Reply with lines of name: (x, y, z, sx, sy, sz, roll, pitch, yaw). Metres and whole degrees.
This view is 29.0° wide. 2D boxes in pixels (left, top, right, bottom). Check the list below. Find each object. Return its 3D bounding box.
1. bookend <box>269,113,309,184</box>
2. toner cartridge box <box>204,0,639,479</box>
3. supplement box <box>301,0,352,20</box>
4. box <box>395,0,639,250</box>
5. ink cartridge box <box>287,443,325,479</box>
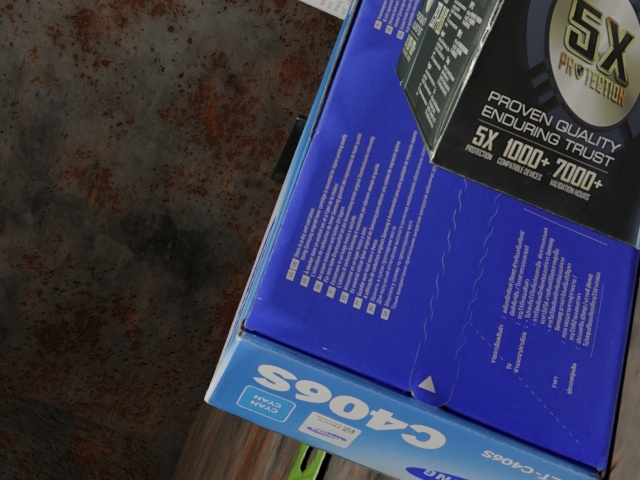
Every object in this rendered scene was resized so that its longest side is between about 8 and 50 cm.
bookend: (0.061, -0.092, 0.985, 0.072, 0.156, 0.157, 117, 173, -47)
toner cartridge box: (0.077, -0.051, 0.618, 0.075, 0.165, 0.347, 118, 173, -56)
supplement box: (0.083, -0.208, 0.878, 0.114, 0.220, 0.111, 123, 168, -63)
box: (0.108, -0.049, 0.393, 0.180, 0.147, 0.077, -86, 18, -75)
ink cartridge box: (-0.018, 0.114, 1.242, 0.189, 0.097, 0.255, 130, 163, -72)
